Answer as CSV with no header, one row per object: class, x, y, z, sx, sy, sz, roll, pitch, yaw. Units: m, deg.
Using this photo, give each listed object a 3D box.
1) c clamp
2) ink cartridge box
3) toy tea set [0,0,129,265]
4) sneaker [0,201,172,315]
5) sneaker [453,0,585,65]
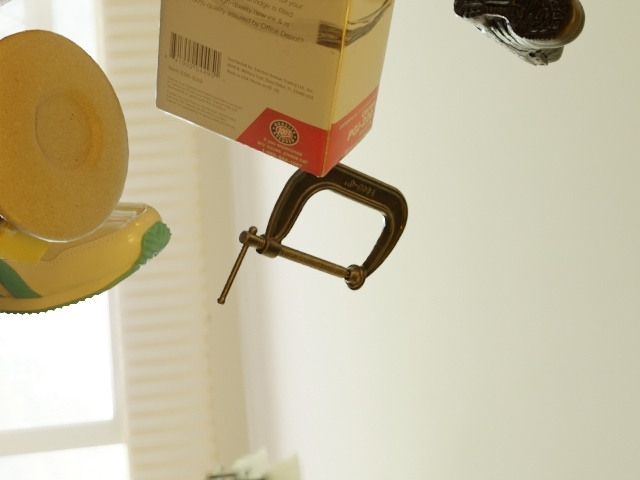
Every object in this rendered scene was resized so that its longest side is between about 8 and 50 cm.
c clamp,0.000,0.000,1.046,0.022,0.161,0.137,34,-74,49
ink cartridge box,-0.031,-0.180,0.929,0.092,0.159,0.218,-46,153,-46
toy tea set,-0.214,-0.108,0.455,0.124,0.336,0.200,-8,-106,34
sneaker,-0.200,-0.012,0.812,0.087,0.229,0.092,-45,129,-52
sneaker,0.167,-0.168,0.983,0.170,0.089,0.051,31,-85,56
